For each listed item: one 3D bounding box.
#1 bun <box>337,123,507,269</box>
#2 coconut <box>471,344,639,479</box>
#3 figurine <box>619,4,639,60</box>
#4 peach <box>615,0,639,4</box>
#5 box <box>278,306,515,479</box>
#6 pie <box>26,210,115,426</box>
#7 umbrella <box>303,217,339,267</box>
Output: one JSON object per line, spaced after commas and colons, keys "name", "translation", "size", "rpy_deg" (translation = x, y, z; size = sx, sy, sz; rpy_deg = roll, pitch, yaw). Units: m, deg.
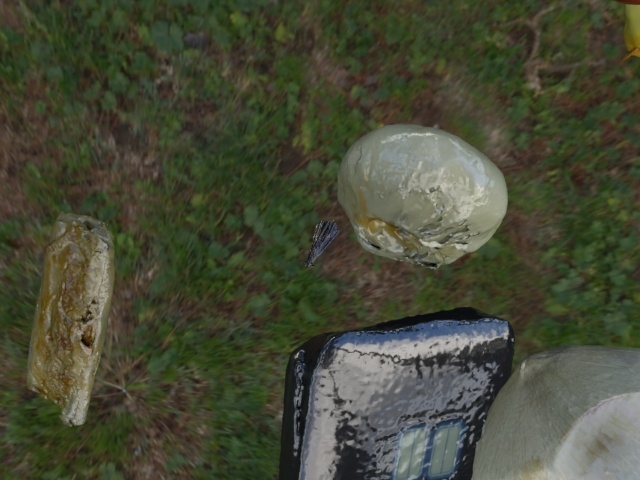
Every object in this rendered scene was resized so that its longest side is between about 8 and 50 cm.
{"name": "bun", "translation": [0.150, -0.052, 1.763], "size": [0.287, 0.287, 0.146], "rpy_deg": [23, 56, -6]}
{"name": "coconut", "translation": [0.173, 0.138, 0.699], "size": [0.161, 0.161, 0.162], "rpy_deg": [-26, 89, -12]}
{"name": "figurine", "translation": [0.602, -0.382, 1.919], "size": [0.156, 0.246, 0.131], "rpy_deg": [46, 51, 0]}
{"name": "peach", "translation": [0.334, -0.351, 1.111], "size": [0.199, 0.243, 0.243], "rpy_deg": [10, 81, -1]}
{"name": "box", "translation": [0.100, 0.269, 1.538], "size": [0.350, 0.091, 0.359], "rpy_deg": [-5, 108, -33]}
{"name": "pie", "translation": [-0.317, 0.101, 1.452], "size": [0.128, 0.068, 0.282], "rpy_deg": [29, 115, 31]}
{"name": "umbrella", "translation": [0.000, 0.001, 1.435], "size": [0.031, 0.020, 0.083], "rpy_deg": [24, 62, 6]}
